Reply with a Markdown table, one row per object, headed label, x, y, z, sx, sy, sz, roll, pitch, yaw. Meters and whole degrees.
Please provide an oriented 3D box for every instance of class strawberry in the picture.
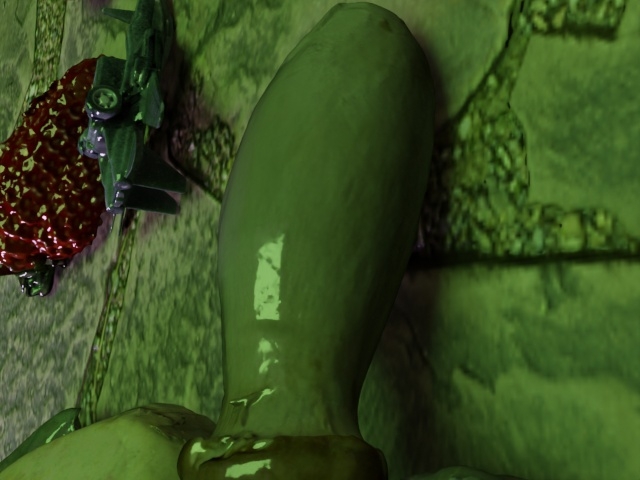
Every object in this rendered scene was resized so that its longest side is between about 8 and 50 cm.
| label | x | y | z | sx | sy | sz | roll | pitch | yaw |
| --- | --- | --- | --- | --- | --- | --- | --- | --- | --- |
| strawberry | -0.297 | -0.073 | 0.812 | 0.188 | 0.106 | 0.286 | 37 | 105 | 42 |

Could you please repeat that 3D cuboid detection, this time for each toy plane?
| label | x | y | z | sx | sy | sz | roll | pitch | yaw |
| --- | --- | --- | --- | --- | --- | --- | --- | --- | --- |
| toy plane | -0.179 | -0.150 | 0.725 | 0.212 | 0.088 | 0.267 | 132 | 136 | -56 |

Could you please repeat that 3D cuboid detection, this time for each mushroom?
| label | x | y | z | sx | sy | sz | roll | pitch | yaw |
| --- | --- | --- | --- | --- | --- | --- | --- | --- | --- |
| mushroom | 0.000 | 0.000 | 0.465 | 0.128 | 0.128 | 0.350 | -22 | 48 | 40 |

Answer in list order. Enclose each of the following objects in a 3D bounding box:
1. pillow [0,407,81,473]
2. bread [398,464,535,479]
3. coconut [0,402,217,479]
| label | x | y | z | sx | sy | sz | roll | pitch | yaw |
| --- | --- | --- | --- | --- | --- | --- | --- | --- | --- |
| pillow | -0.247 | 0.313 | 0.686 | 0.185 | 0.075 | 0.302 | -37 | 57 | 31 |
| bread | 0.063 | 0.287 | 0.370 | 0.183 | 0.102 | 0.337 | 26 | 96 | 42 |
| coconut | -0.121 | 0.235 | 0.487 | 0.259 | 0.259 | 0.259 | -13 | 71 | 42 |
